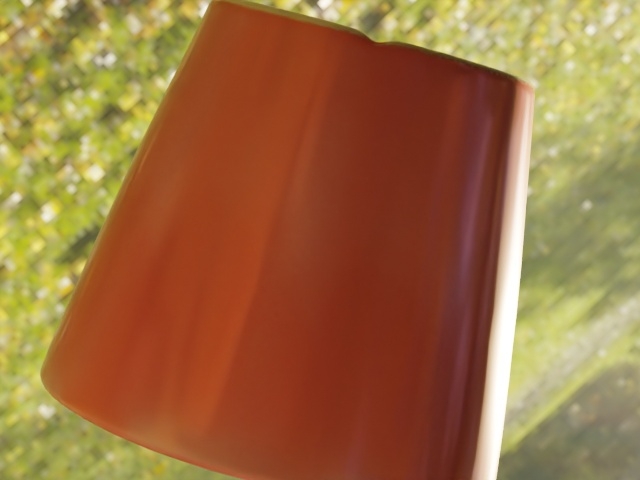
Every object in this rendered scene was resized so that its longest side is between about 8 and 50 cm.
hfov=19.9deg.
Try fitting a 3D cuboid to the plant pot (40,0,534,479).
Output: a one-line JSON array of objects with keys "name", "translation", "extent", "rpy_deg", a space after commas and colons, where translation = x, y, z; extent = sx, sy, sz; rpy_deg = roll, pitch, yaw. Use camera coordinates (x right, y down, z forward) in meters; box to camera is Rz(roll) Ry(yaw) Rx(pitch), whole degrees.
[{"name": "plant pot", "translation": [0.000, 0.000, 1.058], "extent": [0.275, 0.275, 0.243], "rpy_deg": [5, 102, -70]}]
